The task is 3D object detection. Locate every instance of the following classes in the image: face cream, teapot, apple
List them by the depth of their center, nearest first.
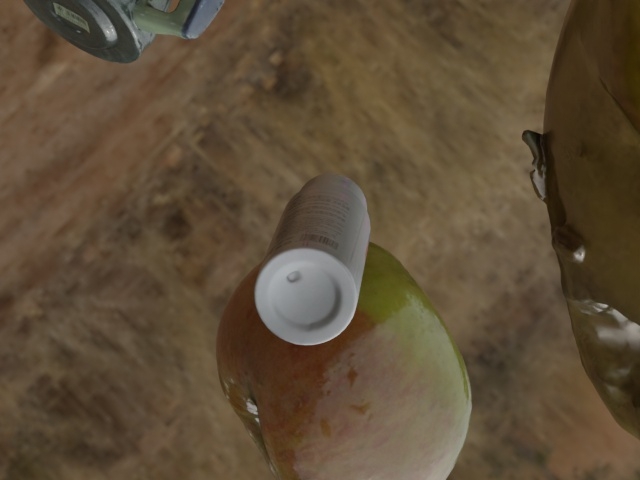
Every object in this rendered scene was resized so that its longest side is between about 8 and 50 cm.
[{"bbox_3d":[0.000,0.000,0.567,0.034,0.034,0.130,-49,-172,15],"label":"face cream"},{"bbox_3d":[-0.136,-0.195,1.111,0.149,0.111,0.108,-1,-128,55],"label":"teapot"},{"bbox_3d":[0.024,0.127,1.394,0.194,0.260,0.261,-31,164,-8],"label":"apple"}]

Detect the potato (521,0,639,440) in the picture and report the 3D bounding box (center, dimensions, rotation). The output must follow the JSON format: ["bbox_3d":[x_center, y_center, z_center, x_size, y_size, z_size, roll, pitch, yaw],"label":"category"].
[{"bbox_3d":[0.141,-0.050,0.331,0.140,0.173,0.300,-67,179,-58],"label":"potato"}]
